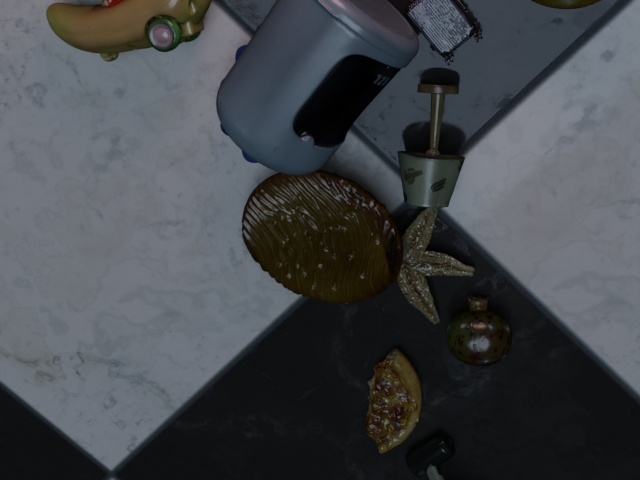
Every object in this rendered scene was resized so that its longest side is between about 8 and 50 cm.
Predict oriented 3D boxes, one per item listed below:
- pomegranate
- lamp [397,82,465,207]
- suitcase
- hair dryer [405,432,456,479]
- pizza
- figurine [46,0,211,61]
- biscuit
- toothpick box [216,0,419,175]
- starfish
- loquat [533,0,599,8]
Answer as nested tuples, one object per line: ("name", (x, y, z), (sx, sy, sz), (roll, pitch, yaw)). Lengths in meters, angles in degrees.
("pomegranate", (0.304, 0.179, 1.722), (0.130, 0.130, 0.130), (4, 114, 8))
("lamp", (0.197, -0.168, 1.592), (0.121, 0.121, 0.214), (4, 102, 8))
("suitcase", (0.208, -0.373, 1.528), (0.086, 0.059, 0.126), (-38, 103, 20))
("hair dryer", (0.249, 0.500, 1.842), (0.100, 0.197, 0.057), (-39, 138, 24))
("pizza", (0.148, 0.338, 1.851), (0.127, 0.058, 0.246), (19, 113, 2))
("figurine", (-0.335, -0.432, 1.564), (0.325, 0.124, 0.222), (-7, 112, 17))
("biscuit", (0.000, 0.000, 1.685), (0.318, 0.040, 0.317), (12, 132, 14))
("toothpick box", (-0.035, -0.275, 1.526), (0.263, 0.263, 0.354), (36, 115, -7))
("starfish", (0.171, 0.063, 1.733), (0.231, 0.048, 0.295), (40, 117, -8))
("loquat", (0.393, -0.441, 1.420), (0.195, 0.152, 0.152), (12, 115, 13))
